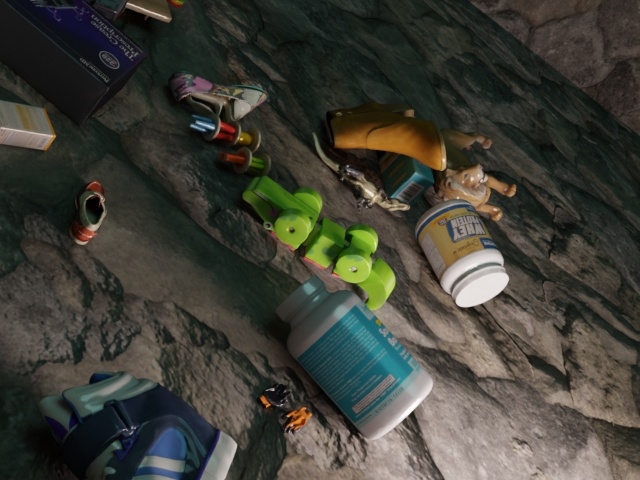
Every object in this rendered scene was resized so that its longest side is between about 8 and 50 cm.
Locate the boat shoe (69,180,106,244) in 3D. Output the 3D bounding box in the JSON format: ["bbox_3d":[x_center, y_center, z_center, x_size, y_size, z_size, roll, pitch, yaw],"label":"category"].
[{"bbox_3d":[-0.347,-0.050,1.501,0.049,0.043,0.137,30,32,-21],"label":"boat shoe"}]

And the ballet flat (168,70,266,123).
[{"bbox_3d":[-0.200,-0.273,1.943,0.221,0.077,0.079,8,65,-40],"label":"ballet flat"}]

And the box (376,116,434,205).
[{"bbox_3d":[0.188,-0.192,2.286,0.060,0.100,0.244,26,35,-30],"label":"box"}]

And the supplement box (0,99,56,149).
[{"bbox_3d":[-0.464,-0.177,1.517,0.098,0.036,0.062,6,48,-48],"label":"supplement box"}]

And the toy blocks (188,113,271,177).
[{"bbox_3d":[-0.174,-0.181,1.866,0.148,0.054,0.123,15,41,-42],"label":"toy blocks"}]

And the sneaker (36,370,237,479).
[{"bbox_3d":[-0.251,0.286,1.148,0.236,0.130,0.323,32,36,-4],"label":"sneaker"}]

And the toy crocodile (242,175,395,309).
[{"bbox_3d":[0.000,0.000,1.832,0.340,0.105,0.115,34,32,-11],"label":"toy crocodile"}]

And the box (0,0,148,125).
[{"bbox_3d":[-0.449,-0.342,1.678,0.261,0.103,0.184,40,33,-10],"label":"box"}]

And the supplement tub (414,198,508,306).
[{"bbox_3d":[0.302,0.027,2.114,0.144,0.144,0.199,10,44,-45],"label":"supplement tub"}]

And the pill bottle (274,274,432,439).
[{"bbox_3d":[0.046,0.182,1.604,0.264,0.146,0.146,48,30,3],"label":"pill bottle"}]

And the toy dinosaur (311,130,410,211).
[{"bbox_3d":[0.073,-0.127,2.104,0.268,0.064,0.118,40,16,-8],"label":"toy dinosaur"}]

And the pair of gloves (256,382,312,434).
[{"bbox_3d":[-0.055,0.258,1.521,0.083,0.010,0.074,47,31,8],"label":"pair of gloves"}]

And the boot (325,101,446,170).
[{"bbox_3d":[0.134,-0.218,2.158,0.211,0.104,0.295,-10,32,-14],"label":"boot"}]

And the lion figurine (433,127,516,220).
[{"bbox_3d":[0.345,-0.185,2.472,0.240,0.142,0.392,21,23,-24],"label":"lion figurine"}]

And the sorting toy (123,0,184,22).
[{"bbox_3d":[-0.386,-0.494,1.988,0.274,0.046,0.132,13,43,-39],"label":"sorting toy"}]

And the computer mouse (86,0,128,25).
[{"bbox_3d":[-0.418,-0.487,1.858,0.188,0.072,0.272,41,63,-16],"label":"computer mouse"}]
